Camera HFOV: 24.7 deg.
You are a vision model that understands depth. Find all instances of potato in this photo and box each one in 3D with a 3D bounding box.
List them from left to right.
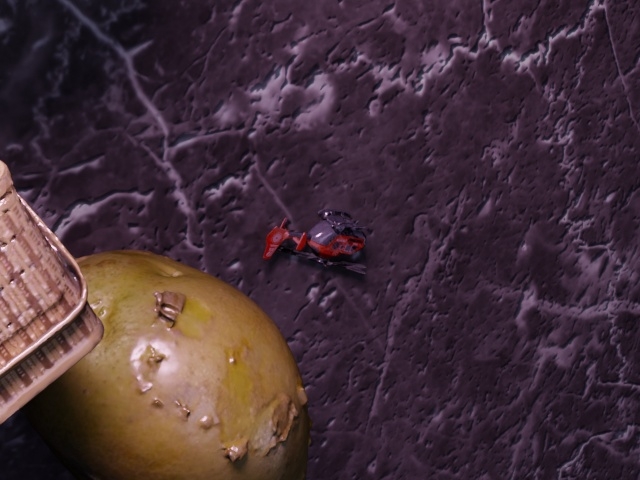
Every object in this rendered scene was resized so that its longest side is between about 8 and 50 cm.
[{"bbox_3d":[-0.123,0.167,1.348,0.219,0.269,0.359,-48,134,-21],"label":"potato"}]

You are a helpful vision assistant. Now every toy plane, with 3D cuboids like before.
[{"bbox_3d":[0.000,0.000,1.522,0.145,0.037,0.060,6,114,-42],"label":"toy plane"}]

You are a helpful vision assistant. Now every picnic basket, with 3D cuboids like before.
[{"bbox_3d":[-0.339,0.023,1.097,0.228,0.313,0.175,-40,128,-17],"label":"picnic basket"}]
